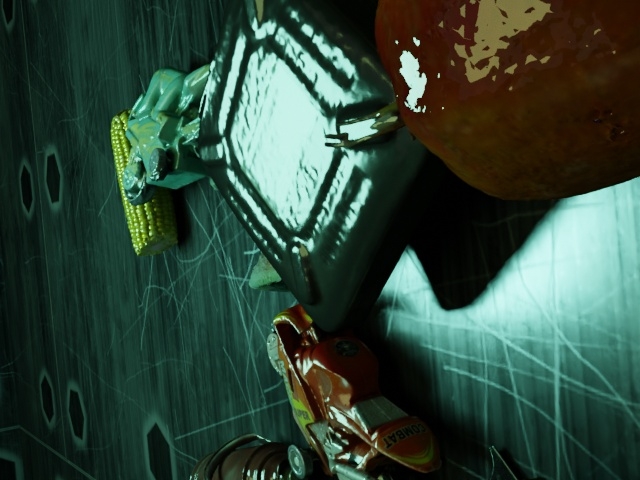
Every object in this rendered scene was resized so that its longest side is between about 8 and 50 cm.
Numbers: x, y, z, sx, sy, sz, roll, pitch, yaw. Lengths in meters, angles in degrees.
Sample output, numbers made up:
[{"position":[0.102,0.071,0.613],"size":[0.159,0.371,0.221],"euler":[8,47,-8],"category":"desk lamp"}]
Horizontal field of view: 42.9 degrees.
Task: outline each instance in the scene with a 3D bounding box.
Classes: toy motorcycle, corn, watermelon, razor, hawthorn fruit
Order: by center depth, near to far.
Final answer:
[{"position":[0.126,-0.116,0.507],"size":[0.299,0.211,0.211],"euler":[-28,69,29],"category":"hawthorn fruit"},{"position":[0.131,0.273,0.755],"size":[0.066,0.033,0.190],"euler":[57,139,37],"category":"razor"},{"position":[0.017,0.166,0.863],"size":[0.298,0.089,0.171],"euler":[52,135,39],"category":"toy motorcycle"},{"position":[0.002,0.008,0.889],"size":[0.180,0.081,0.094],"euler":[-11,69,42],"category":"watermelon"},{"position":[-0.198,-0.162,1.153],"size":[0.297,0.109,0.198],"euler":[-13,72,51],"category":"toy motorcycle"},{"position":[-0.283,-0.098,1.304],"size":[0.081,0.081,0.248],"euler":[-39,62,53],"category":"corn"}]

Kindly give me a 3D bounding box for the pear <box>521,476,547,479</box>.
[{"position":[0.181,0.331,0.578],"size":[0.255,0.164,0.238],"euler":[42,119,40],"category":"pear"}]

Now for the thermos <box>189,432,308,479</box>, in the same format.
[{"position":[-0.079,0.312,1.042],"size":[0.124,0.099,0.232],"euler":[52,145,-7],"category":"thermos"}]

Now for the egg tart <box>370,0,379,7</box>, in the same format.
[{"position":[0.046,-0.289,0.743],"size":[0.213,0.090,0.212],"euler":[14,106,56],"category":"egg tart"}]

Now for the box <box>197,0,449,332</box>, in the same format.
[{"position":[-0.012,-0.093,0.754],"size":[0.289,0.073,0.290],"euler":[54,142,27],"category":"box"}]
